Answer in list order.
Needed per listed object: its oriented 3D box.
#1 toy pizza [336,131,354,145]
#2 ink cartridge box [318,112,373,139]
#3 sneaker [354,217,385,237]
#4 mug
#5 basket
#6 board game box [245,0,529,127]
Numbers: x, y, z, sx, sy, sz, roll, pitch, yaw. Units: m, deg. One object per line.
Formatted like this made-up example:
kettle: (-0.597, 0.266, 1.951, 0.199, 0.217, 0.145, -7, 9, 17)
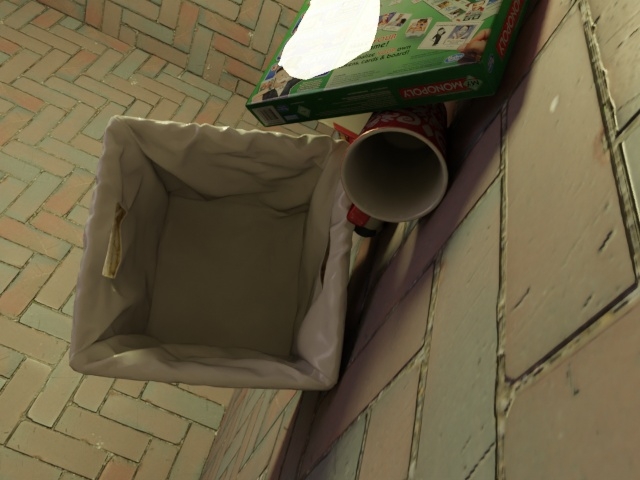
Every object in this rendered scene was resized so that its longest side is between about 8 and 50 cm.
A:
toy pizza: (0.096, -0.315, 1.556, 0.201, 0.032, 0.201, -27, -59, -57)
ink cartridge box: (0.054, -0.266, 1.134, 0.306, 0.226, 0.131, -90, 25, -80)
sneaker: (0.061, -0.078, 0.951, 0.091, 0.094, 0.258, -60, 8, 15)
mug: (0.081, -0.106, 0.714, 0.150, 0.113, 0.169, -23, 24, 29)
basket: (-0.134, 0.033, 0.862, 0.266, 0.332, 0.328, 117, 158, -79)
board game box: (0.076, -0.240, 0.706, 0.317, 0.046, 0.213, 2, 57, 41)
